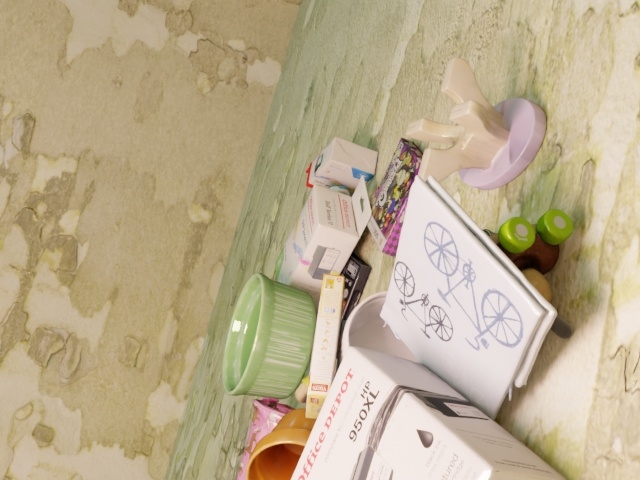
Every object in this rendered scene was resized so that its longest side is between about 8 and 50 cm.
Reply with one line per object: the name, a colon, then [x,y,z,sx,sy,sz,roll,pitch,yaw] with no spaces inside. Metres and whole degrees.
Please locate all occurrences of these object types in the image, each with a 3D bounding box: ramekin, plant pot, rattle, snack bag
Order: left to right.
ramekin: [-0.124,0.242,2.119,0.303,0.148,0.303,-165,90,-73]
plant pot: [-0.049,0.479,1.931,0.188,0.205,0.205,-72,7,-66]
rattle: [0.017,0.387,2.077,0.130,0.143,0.200,-44,-18,-33]
ramekin: [0.132,0.207,1.612,0.109,0.207,0.207,121,161,-60]
snack bag: [0.217,0.116,1.374,0.323,0.037,0.342,52,147,36]

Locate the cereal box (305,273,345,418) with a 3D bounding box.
cereal box: [0.009,0.206,1.655,0.173,0.047,0.240,93,-175,-64]

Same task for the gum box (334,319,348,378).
gum box: [0.091,0.266,1.725,0.041,0.184,0.157,-7,58,28]

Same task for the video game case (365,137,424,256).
video game case: [0.183,-0.106,2.050,0.210,0.042,0.232,-110,42,-64]

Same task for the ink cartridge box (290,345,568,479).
ink cartridge box: [0.138,0.373,1.297,0.395,0.166,0.285,34,103,58]

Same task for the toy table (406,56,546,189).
toy table: [0.282,-0.201,1.634,0.274,0.161,0.252,148,138,-63]

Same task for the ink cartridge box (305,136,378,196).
ink cartridge box: [0.049,-0.188,2.406,0.231,0.134,0.078,138,146,-60]

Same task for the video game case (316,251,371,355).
video game case: [0.039,0.149,2.254,0.275,0.035,0.248,-138,68,-71]

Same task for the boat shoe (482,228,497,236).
boat shoe: [0.239,0.129,1.516,0.116,0.099,0.319,-178,105,-71]

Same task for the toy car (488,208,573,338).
toy car: [0.325,0.074,1.332,0.155,0.149,0.188,-52,54,57]

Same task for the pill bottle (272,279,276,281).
pill bottle: [-0.150,0.273,2.490,0.169,0.169,0.301,149,137,-65]

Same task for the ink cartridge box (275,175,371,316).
ink cartridge box: [0.000,0.000,2.256,0.207,0.119,0.353,-97,30,-56]

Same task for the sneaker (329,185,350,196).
sneaker: [0.032,-0.046,2.415,0.092,0.087,0.229,-112,36,-56]

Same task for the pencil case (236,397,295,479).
pencil case: [-0.145,0.590,2.159,0.160,0.167,0.386,28,-100,-74]
